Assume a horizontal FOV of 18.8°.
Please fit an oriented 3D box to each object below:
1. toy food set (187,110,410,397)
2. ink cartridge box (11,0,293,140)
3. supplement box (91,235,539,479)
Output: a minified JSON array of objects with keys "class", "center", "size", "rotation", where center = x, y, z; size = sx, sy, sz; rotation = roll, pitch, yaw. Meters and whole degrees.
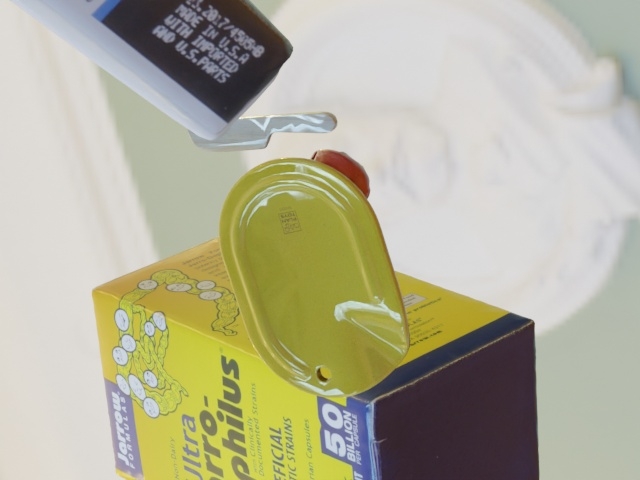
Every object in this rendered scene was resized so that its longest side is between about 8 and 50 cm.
[{"class":"toy food set","center":[0.000,0.000,1.381],"size":[0.071,0.128,0.218],"rotation":[-37,-66,-59]},{"class":"ink cartridge box","center":[-0.180,-0.197,0.754],"size":[0.072,0.307,0.303],"rotation":[-46,-31,6]},{"class":"supplement box","center":[-0.007,0.139,1.657],"size":[0.195,0.356,0.194],"rotation":[-23,-62,-37]}]
